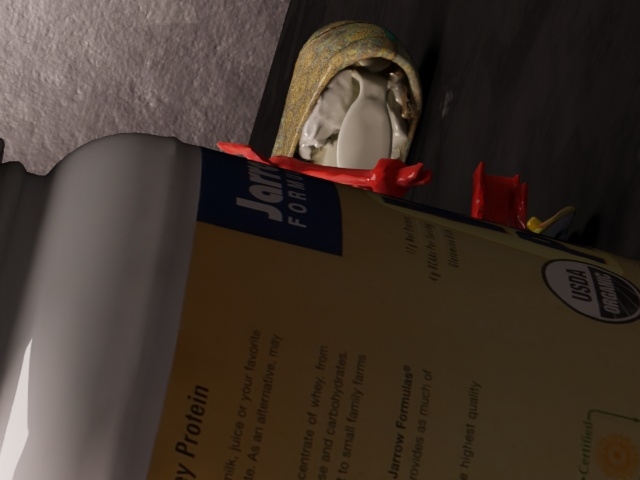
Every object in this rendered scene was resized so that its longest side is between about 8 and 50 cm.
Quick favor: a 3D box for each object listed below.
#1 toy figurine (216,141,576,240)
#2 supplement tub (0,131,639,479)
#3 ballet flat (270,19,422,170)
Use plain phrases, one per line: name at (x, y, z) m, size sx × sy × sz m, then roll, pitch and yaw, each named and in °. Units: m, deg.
toy figurine at (0.002, 0.116, 1.039) m, size 0.362 × 0.191 × 0.217 m, roll 121°, pitch 156°, yaw -66°
supplement tub at (-0.007, 0.092, 0.652) m, size 0.228 × 0.316 × 0.228 m, roll -166°, pitch 90°, yaw -81°
ballet flat at (0.000, 0.000, 1.484) m, size 0.123 × 0.123 × 0.348 m, roll -146°, pitch 70°, yaw -81°
